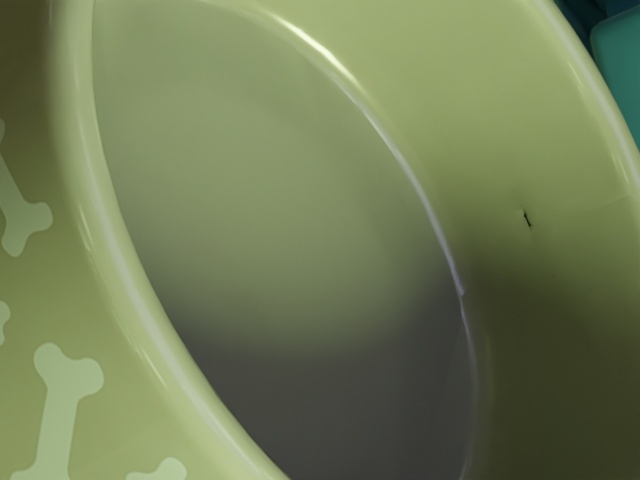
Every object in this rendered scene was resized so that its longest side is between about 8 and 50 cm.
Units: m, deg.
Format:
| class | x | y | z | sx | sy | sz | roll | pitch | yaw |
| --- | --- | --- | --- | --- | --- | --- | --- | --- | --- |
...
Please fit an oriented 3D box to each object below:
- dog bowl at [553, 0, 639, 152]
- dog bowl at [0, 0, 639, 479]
| class | x | y | z | sx | sy | sz | roll | pitch | yaw |
| --- | --- | --- | --- | --- | --- | --- | --- | --- | --- |
| dog bowl | 0.179 | -0.123 | 0.936 | 0.074 | 0.166 | 0.297 | 21 | 52 | -53 |
| dog bowl | 0.000 | 0.000 | 0.704 | 0.349 | 0.102 | 0.349 | 27 | 50 | -36 |
